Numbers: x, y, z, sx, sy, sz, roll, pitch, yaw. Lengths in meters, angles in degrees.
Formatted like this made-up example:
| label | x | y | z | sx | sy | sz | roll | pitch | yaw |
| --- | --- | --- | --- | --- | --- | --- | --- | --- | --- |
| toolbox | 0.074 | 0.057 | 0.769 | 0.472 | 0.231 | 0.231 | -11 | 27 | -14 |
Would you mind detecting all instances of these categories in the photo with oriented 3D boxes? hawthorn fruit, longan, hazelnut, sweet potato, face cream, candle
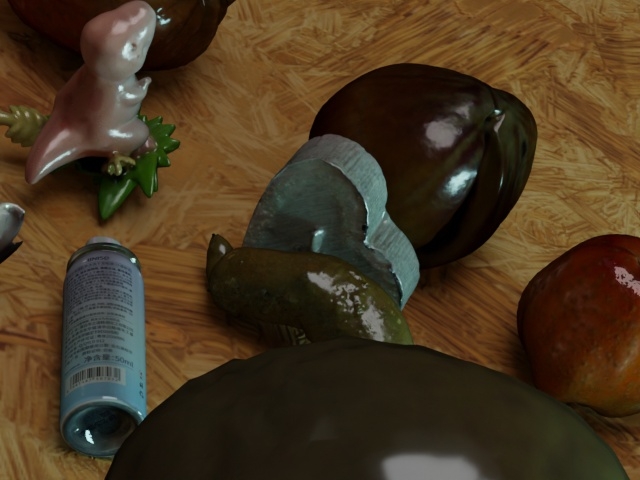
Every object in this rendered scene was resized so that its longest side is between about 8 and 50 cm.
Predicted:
| label | x | y | z | sx | sy | sz | roll | pitch | yaw |
| --- | --- | --- | --- | --- | --- | --- | --- | --- | --- |
| hawthorn fruit | 0.279 | 0.081 | 1.838 | 0.189 | 0.189 | 0.189 | 15 | 38 | -12 |
| hawthorn fruit | -0.207 | -0.296 | 1.981 | 0.262 | 0.258 | 0.258 | -6 | 31 | 21 |
| longan | 0.044 | 0.269 | 1.304 | 0.436 | 0.404 | 0.404 | 24 | 37 | -4 |
| hazelnut | 0.111 | -0.085 | 1.915 | 0.251 | 0.217 | 0.217 | 3 | 40 | -49 |
| sweet potato | 0.009 | 0.082 | 1.746 | 0.310 | 0.124 | 0.098 | 46 | -2 | 20 |
| face cream | -0.189 | 0.082 | 1.663 | 0.075 | 0.075 | 0.229 | 12 | 39 | -16 |
| candle | 0.000 | 0.000 | 1.817 | 0.168 | 0.192 | 0.068 | -9 | 23 | 32 |

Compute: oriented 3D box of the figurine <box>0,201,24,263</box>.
| label | x | y | z | sx | sy | sz | roll | pitch | yaw |
| --- | --- | --- | --- | --- | --- | --- | --- | --- | --- |
| figurine | -0.369 | 0.019 | 1.512 | 0.211 | 0.253 | 0.361 | 38 | 29 | -9 |

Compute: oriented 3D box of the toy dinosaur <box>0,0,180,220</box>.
| label | x | y | z | sx | sy | sz | roll | pitch | yaw |
| --- | --- | --- | --- | --- | --- | --- | --- | --- | --- |
| toy dinosaur | -0.205 | -0.118 | 1.796 | 0.194 | 0.177 | 0.152 | -36 | 68 | 0 |
